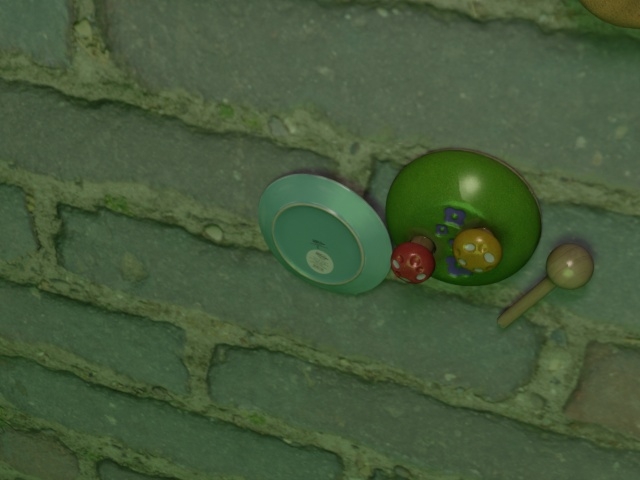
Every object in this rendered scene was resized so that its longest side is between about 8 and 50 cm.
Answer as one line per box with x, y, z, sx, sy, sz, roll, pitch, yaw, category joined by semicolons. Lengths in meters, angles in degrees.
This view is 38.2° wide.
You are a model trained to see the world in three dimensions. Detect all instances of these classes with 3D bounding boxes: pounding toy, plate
0.169;0.018;1.046;0.237;0.110;0.183;39;132;-6;pounding toy
0.000;0.000;1.160;0.188;0.024;0.188;17;134;18;plate

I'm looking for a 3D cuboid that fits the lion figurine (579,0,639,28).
0.341;-0.209;0.792;0.392;0.142;0.240;36;142;15;lion figurine
